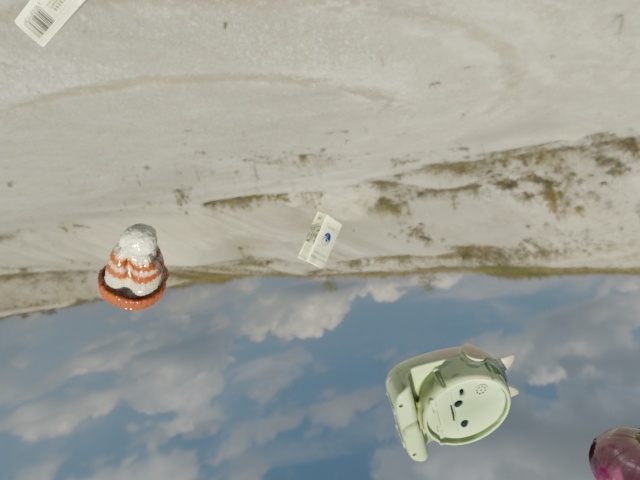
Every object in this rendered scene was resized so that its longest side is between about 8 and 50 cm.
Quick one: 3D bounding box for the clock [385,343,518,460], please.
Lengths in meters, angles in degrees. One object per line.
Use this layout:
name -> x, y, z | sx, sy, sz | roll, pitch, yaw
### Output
clock -> 0.332, 0.382, 1.231 | 0.323, 0.265, 0.109 | -19, -152, 0

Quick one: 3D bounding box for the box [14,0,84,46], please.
box -> -0.635, -0.660, 1.304 | 0.330, 0.095, 0.210 | -14, -135, 42

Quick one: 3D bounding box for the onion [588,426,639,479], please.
onion -> 0.394, 0.286, 0.623 | 0.115, 0.105, 0.115 | 5, -168, -1

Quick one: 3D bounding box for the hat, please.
hat -> -0.280, 0.030, 0.776 | 0.112, 0.094, 0.163 | -12, 141, -33

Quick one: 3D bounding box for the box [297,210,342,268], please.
box -> 0.000, 0.000, 0.837 | 0.024, 0.083, 0.054 | 20, 174, 37
